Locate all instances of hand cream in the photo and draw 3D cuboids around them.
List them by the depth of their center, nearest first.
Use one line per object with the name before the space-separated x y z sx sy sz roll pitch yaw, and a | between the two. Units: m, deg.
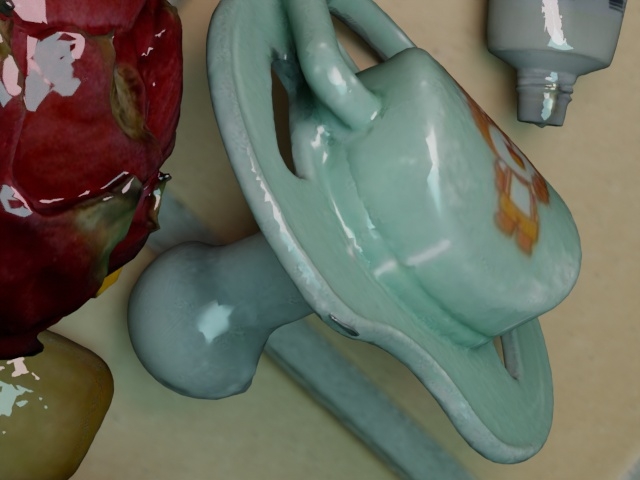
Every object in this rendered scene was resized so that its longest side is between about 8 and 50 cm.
hand cream | 0.160 -0.241 1.210 0.124 0.078 0.341 8 90 -18

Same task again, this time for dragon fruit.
dragon fruit | -0.221 -0.075 0.976 0.329 0.329 0.329 -3 101 -17

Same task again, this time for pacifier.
pacifier | 0.000 0.000 1.138 0.269 0.288 0.343 -25 132 22

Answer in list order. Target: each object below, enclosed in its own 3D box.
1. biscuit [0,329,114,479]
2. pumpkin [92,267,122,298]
biscuit | -0.289 0.121 1.129 0.290 0.062 0.237 29 90 -21
pumpkin | -0.128 -0.019 1.152 0.035 0.073 0.101 14 99 -40
